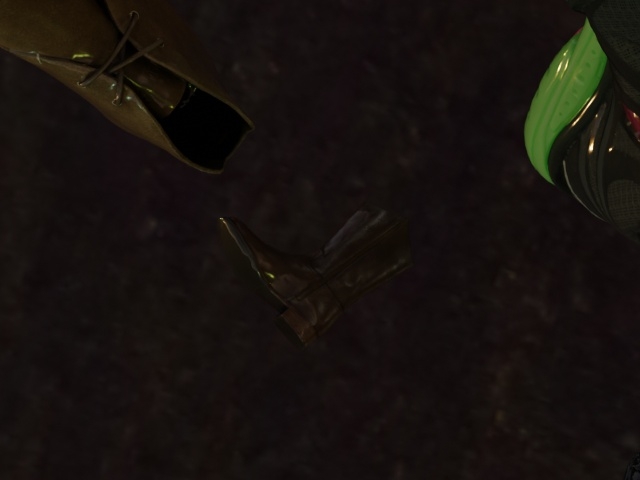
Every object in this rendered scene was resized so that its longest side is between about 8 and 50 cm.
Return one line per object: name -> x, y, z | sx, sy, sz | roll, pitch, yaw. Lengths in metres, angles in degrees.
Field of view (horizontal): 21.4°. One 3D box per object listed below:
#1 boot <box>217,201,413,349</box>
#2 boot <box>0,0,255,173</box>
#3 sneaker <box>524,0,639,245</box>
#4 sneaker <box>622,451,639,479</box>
boot -> 0.000, 0.000, 1.125 | 0.114, 0.106, 0.037 | -39, 12, -23
boot -> -0.131, -0.130, 1.010 | 0.112, 0.305, 0.115 | -50, 59, 2
sneaker -> 0.256, -0.110, 1.061 | 0.185, 0.483, 0.202 | -40, 76, -7
sneaker -> 0.159, 0.153, 0.719 | 0.051, 0.089, 0.170 | -12, 45, 37
